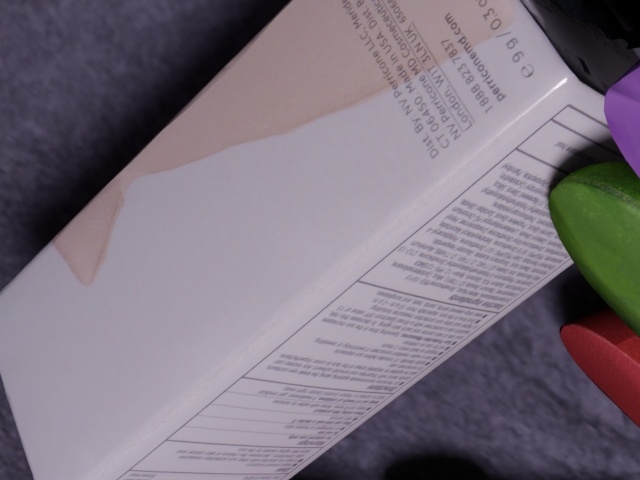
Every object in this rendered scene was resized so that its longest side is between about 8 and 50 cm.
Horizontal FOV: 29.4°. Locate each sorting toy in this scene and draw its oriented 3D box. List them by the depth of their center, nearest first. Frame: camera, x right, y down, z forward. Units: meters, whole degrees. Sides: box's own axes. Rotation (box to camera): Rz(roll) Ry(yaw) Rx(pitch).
[{"bbox_3d":[0.178,-0.003,0.481,0.126,0.365,0.127,-42,65,-7],"label":"sorting toy"}]

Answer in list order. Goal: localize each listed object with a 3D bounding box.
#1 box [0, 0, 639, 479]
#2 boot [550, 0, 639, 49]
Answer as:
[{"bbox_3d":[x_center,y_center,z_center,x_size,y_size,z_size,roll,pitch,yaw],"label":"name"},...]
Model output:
[{"bbox_3d":[0.000,0.000,0.563,0.311,0.148,0.121,-40,60,24],"label":"box"},{"bbox_3d":[0.171,-0.129,0.449,0.246,0.207,0.094,43,151,-4],"label":"boot"}]
